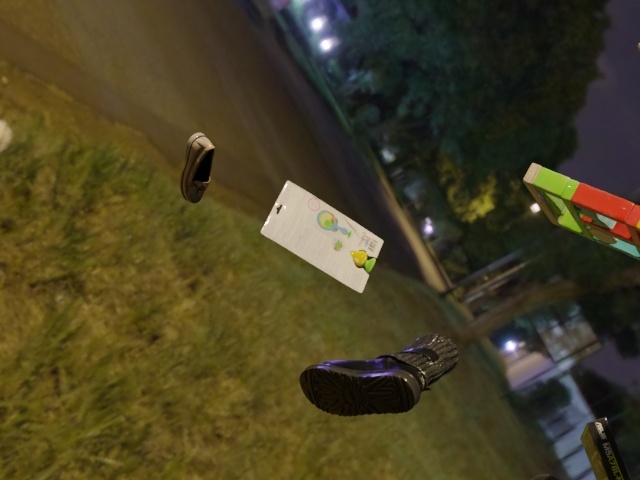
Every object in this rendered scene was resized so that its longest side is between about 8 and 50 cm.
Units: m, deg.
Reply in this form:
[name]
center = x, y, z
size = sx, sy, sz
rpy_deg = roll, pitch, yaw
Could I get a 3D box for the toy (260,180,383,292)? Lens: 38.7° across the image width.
[toy]
center = 0.000, 0.000, 1.839
size = 0.237, 0.136, 0.056
rpy_deg = 30, -31, -8

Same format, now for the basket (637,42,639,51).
[basket]
center = 0.930, -0.419, 1.994
size = 0.328, 0.331, 0.266
rpy_deg = 48, 15, 20

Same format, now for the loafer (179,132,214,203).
[loafer]
center = -0.183, -0.102, 1.373
size = 0.039, 0.045, 0.125
rpy_deg = 37, -44, 27

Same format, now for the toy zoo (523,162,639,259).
[toy zoo]
center = 0.421, -0.006, 1.196
size = 0.293, 0.030, 0.192
rpy_deg = 27, -3, 31

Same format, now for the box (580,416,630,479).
[box]
center = 0.551, 0.443, 1.730
size = 0.190, 0.045, 0.184
rpy_deg = 61, 14, -65

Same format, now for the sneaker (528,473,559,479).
[sneaker]
center = 0.348, 0.531, 1.424
size = 0.124, 0.295, 0.178
rpy_deg = 9, -21, 48

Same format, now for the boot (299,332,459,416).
[boot]
center = 0.149, 0.328, 2.272
size = 0.260, 0.348, 0.131
rpy_deg = -34, 119, -53
